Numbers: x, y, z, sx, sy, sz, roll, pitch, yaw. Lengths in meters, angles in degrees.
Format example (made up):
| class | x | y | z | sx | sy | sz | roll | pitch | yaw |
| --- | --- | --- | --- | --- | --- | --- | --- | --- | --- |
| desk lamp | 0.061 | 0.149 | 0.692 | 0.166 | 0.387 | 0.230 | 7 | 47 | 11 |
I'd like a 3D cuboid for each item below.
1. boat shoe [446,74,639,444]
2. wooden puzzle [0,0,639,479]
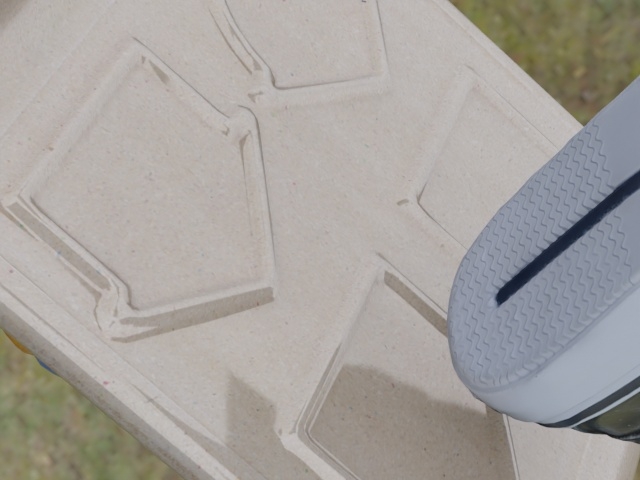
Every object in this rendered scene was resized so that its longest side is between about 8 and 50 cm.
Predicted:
| class | x | y | z | sx | sy | sz | roll | pitch | yaw |
| --- | --- | --- | --- | --- | --- | --- | --- | --- | --- |
| boat shoe | 0.185 | -0.033 | 0.609 | 0.119 | 0.335 | 0.121 | 20 | 51 | -31 |
| wooden puzzle | 0.000 | 0.000 | 0.750 | 0.348 | 0.080 | 0.322 | 45 | 39 | -14 |
